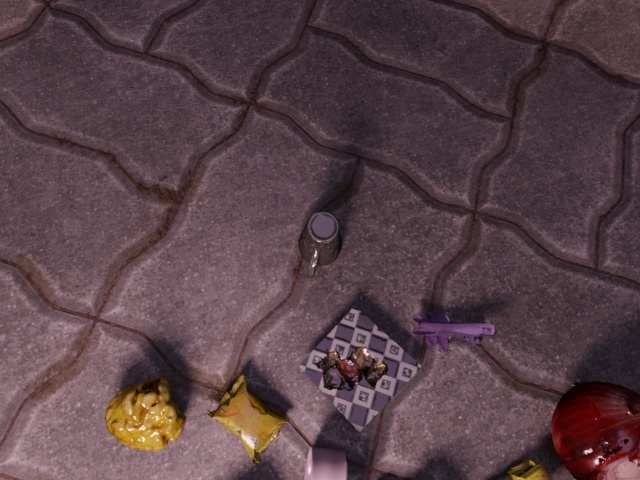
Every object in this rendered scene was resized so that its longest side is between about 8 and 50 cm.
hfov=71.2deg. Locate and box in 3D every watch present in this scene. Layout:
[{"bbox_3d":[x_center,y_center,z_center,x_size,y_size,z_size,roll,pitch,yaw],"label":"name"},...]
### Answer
[{"bbox_3d":[0.019,0.723,1.277,0.211,0.248,0.217,8,42,-1],"label":"watch"}]

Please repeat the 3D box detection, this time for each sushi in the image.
[{"bbox_3d":[0.124,0.412,1.462,0.292,0.059,0.294,-42,78,-18],"label":"sushi"}]

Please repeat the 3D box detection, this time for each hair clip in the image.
[{"bbox_3d":[0.447,0.313,1.523,0.279,0.090,0.137,4,69,2],"label":"hair clip"}]

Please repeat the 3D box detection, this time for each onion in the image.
[{"bbox_3d":[0.869,0.579,1.338,0.341,0.341,0.341,2,69,-5],"label":"onion"}]

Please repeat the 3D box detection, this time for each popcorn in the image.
[{"bbox_3d":[-0.510,0.503,1.294,0.200,0.203,0.226,-33,57,-26],"label":"popcorn"}]

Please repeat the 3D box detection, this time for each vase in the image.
[{"bbox_3d":[0.000,0.000,1.494,0.156,0.301,0.251,16,77,1],"label":"vase"}]

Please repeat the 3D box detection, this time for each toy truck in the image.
[{"bbox_3d":[0.566,0.766,1.314,0.272,0.157,0.124,-25,73,-14],"label":"toy truck"}]

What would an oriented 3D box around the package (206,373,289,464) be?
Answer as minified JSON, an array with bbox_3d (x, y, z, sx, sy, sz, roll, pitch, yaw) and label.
[{"bbox_3d":[-0.220,0.542,1.363,0.226,0.090,0.168,40,73,7],"label":"package"}]
